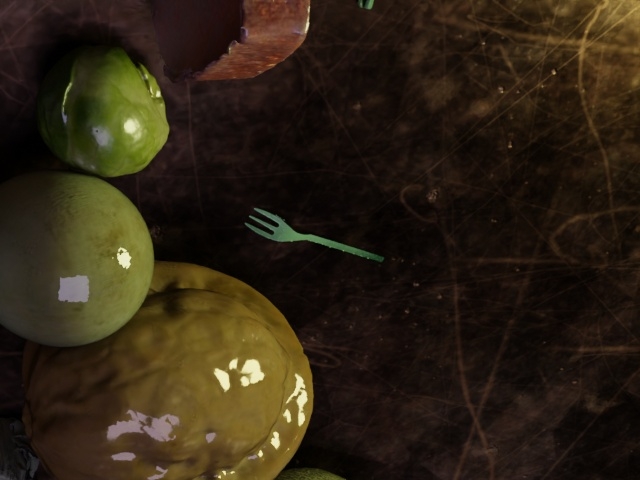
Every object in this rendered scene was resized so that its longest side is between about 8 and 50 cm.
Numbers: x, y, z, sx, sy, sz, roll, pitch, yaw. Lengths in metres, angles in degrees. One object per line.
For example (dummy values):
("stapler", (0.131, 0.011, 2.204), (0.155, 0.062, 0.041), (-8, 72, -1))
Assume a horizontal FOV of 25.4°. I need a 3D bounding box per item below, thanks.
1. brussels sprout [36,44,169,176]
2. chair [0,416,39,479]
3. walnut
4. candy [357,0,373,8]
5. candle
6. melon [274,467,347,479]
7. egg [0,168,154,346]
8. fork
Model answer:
("brussels sprout", (-0.271, -0.148, 1.751), (0.131, 0.145, 0.183), (-8, 130, 24))
("chair", (-0.489, 0.344, 2.066), (0.186, 0.160, 0.319), (-44, 131, 16))
("walnut", (-0.222, 0.212, 1.949), (0.384, 0.383, 0.383), (-9, 130, -11))
("candy", (0.090, -0.388, 1.727), (0.073, 0.077, 0.262), (17, 134, -3))
("candle", (-0.086, -0.309, 1.586), (0.131, 0.287, 0.317), (-4, 126, -22))
("melon", (-0.005, 0.504, 2.307), (0.248, 0.248, 0.329), (-38, 133, 14))
("egg", (-0.337, 0.018, 1.775), (0.218, 0.295, 0.218), (-9, 103, -41))
("fork", (0.000, 0.001, 2.038), (0.235, 0.021, 0.039), (18, 124, -30))
